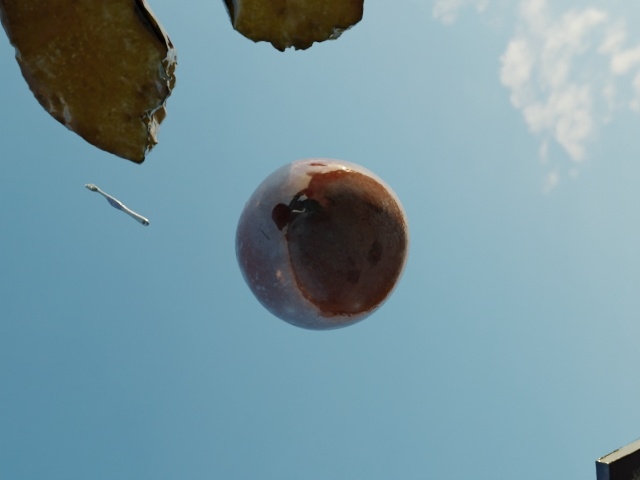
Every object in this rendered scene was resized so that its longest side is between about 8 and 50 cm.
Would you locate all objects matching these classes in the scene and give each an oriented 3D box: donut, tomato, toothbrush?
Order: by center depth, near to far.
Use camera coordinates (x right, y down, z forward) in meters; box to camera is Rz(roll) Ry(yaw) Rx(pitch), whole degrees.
[{"bbox_3d":[-0.187,-0.338,1.217,0.163,0.435,0.377,-112,-3,-64],"label":"donut"},{"bbox_3d":[-0.282,-0.050,1.346,0.013,0.131,0.011,-5,-60,-55],"label":"toothbrush"},{"bbox_3d":[0.000,0.000,1.461,0.227,0.270,0.270,69,-147,-64],"label":"tomato"}]

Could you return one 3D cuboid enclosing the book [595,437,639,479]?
[{"bbox_3d":[0.364,0.336,1.081,0.157,0.026,0.231,-10,-82,-43],"label":"book"}]
